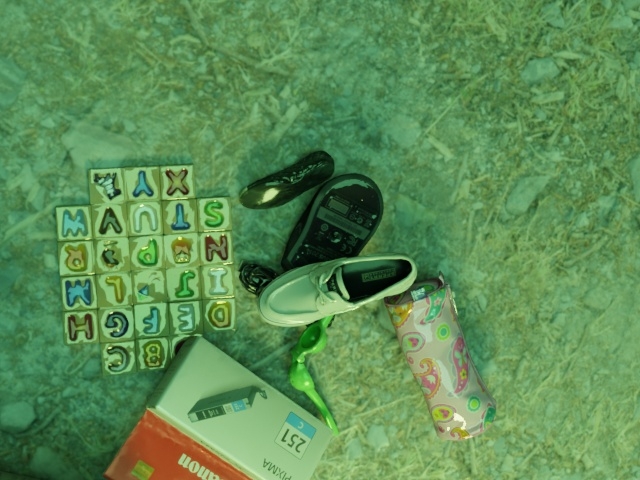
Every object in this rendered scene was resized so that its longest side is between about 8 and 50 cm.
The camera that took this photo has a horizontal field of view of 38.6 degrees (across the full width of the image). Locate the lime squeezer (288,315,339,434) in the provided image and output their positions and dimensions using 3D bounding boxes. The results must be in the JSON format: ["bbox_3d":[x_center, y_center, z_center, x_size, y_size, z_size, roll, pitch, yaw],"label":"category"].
[{"bbox_3d":[0.005,0.193,1.535,0.109,0.059,0.311,6,106,-9],"label":"lime squeezer"}]

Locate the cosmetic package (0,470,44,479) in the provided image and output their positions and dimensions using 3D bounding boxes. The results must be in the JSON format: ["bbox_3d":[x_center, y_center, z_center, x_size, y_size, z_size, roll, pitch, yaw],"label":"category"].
[{"bbox_3d":[-0.429,0.574,1.321,0.327,0.329,0.394,16,81,-15],"label":"cosmetic package"}]

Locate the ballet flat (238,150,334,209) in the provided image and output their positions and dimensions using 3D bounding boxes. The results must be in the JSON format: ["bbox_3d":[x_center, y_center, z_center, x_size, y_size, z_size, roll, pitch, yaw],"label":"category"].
[{"bbox_3d":[-0.056,-0.099,1.532,0.173,0.049,0.057,-23,128,-4],"label":"ballet flat"}]

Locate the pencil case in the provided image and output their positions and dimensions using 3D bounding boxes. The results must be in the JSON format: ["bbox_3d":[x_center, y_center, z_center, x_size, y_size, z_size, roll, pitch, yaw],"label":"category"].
[{"bbox_3d":[0.209,0.200,1.576,0.124,0.124,0.284,-23,99,-9],"label":"pencil case"}]

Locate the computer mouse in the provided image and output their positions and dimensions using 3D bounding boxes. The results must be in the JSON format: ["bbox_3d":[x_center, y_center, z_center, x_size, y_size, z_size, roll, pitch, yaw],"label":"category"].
[{"bbox_3d":[0.000,0.000,1.539,0.188,0.072,0.272,31,101,-16],"label":"computer mouse"}]

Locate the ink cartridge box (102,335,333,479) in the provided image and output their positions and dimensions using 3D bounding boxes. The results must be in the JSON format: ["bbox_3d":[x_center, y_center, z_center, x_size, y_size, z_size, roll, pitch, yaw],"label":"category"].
[{"bbox_3d":[-0.158,0.346,1.490,0.296,0.066,0.261,38,66,-16],"label":"ink cartridge box"}]

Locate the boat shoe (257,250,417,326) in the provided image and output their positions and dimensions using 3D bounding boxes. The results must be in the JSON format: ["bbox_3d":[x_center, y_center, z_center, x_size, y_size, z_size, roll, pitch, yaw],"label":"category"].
[{"bbox_3d":[0.027,0.075,1.463,0.267,0.088,0.096,-10,82,0],"label":"boat shoe"}]

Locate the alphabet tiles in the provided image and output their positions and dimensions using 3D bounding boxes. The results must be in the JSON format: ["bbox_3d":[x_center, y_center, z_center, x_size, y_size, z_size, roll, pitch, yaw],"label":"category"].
[{"bbox_3d":[-0.284,0.049,1.505,0.285,0.011,0.343,-4,97,-13],"label":"alphabet tiles"}]
